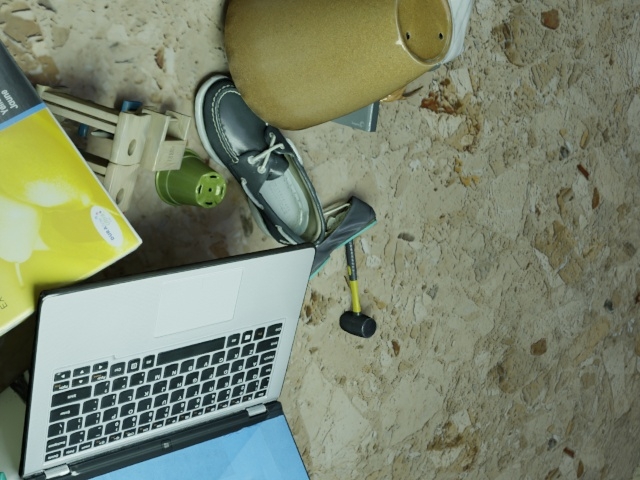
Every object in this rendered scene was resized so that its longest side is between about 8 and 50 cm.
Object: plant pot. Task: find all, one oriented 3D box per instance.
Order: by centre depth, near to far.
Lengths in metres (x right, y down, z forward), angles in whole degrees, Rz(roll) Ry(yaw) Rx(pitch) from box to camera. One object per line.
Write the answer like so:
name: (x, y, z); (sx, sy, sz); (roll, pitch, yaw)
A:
plant pot: (0.043, -0.278, 1.328); (0.237, 0.254, 0.237); (2, 88, -46)
plant pot: (-0.173, -0.078, 1.368); (0.083, 0.079, 0.083); (-18, 118, -37)

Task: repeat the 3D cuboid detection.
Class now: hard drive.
hard drive: (0.056, -0.240, 1.502); (0.022, 0.094, 0.135); (-8, 111, -41)

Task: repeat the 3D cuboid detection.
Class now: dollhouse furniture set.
dollhouse furniture set: (-0.272, -0.115, 1.260); (0.183, 0.129, 0.129); (-19, 127, -72)

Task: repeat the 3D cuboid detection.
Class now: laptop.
laptop: (-0.130, 0.255, 1.182); (0.381, 0.236, 0.408); (-11, 126, -40)

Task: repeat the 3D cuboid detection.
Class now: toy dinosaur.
toy dinosaur: (0.110, -0.237, 1.563); (0.211, 0.112, 0.064); (50, 30, -79)

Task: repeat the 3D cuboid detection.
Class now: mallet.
mallet: (0.050, 0.072, 1.665); (0.039, 0.062, 0.190); (-20, 104, -37)

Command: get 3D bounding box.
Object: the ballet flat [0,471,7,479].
ballet flat: (-0.378, 0.355, 1.143); (0.067, 0.073, 0.206); (-11, 111, -8)

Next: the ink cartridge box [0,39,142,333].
ink cartridge box: (-0.407, -0.037, 1.074); (0.307, 0.072, 0.304); (-36, 92, -29)

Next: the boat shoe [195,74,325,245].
boat shoe: (-0.076, -0.110, 1.434); (0.114, 0.091, 0.302); (-49, 132, -17)

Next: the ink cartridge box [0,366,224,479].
ink cartridge box: (-0.318, 0.317, 1.326); (0.395, 0.166, 0.285); (-44, 129, -21)

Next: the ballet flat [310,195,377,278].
ballet flat: (0.000, 0.000, 1.571); (0.203, 0.074, 0.074); (-41, 129, -16)

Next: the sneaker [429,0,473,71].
sneaker: (0.194, -0.423, 1.571); (0.129, 0.111, 0.297); (-21, 124, -53)
